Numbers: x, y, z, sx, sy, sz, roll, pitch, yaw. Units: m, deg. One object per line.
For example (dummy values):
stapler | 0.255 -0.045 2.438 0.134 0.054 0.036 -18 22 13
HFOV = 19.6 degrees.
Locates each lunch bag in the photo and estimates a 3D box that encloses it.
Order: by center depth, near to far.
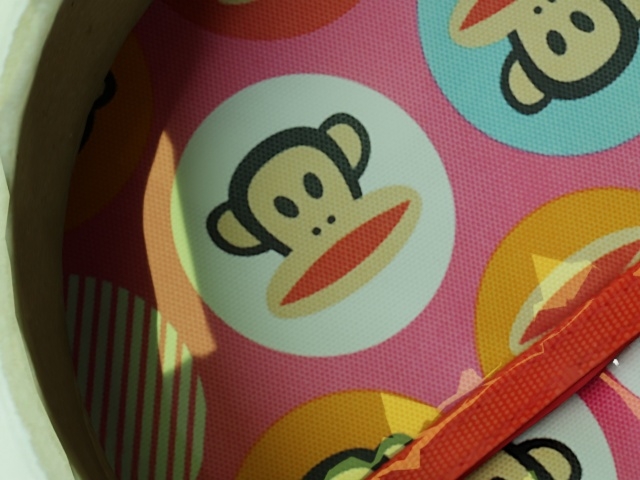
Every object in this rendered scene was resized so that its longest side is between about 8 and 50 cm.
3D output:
lunch bag | 0.053 -0.008 0.470 0.293 0.120 0.258 -39 83 -6

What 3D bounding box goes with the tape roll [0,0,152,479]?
tape roll | 0.042 -0.001 0.372 0.392 0.072 0.392 0 81 1
